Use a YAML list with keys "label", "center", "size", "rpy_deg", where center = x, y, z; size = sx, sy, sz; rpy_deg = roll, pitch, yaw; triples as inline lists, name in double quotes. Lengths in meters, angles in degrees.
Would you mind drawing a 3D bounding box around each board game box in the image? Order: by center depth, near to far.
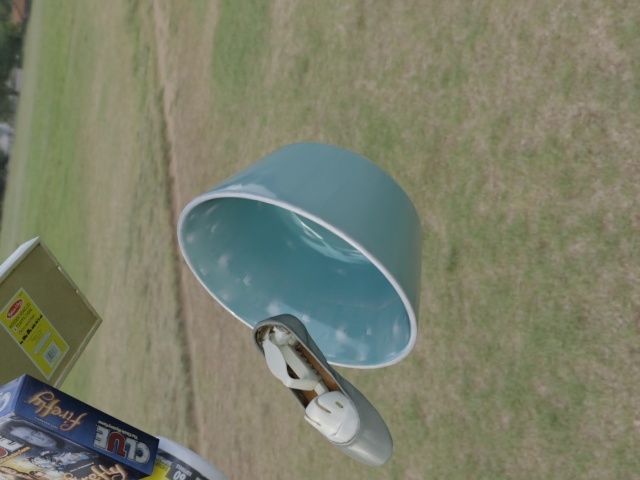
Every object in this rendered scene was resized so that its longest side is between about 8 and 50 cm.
- label: "board game box"
  center: [-0.313, 0.226, 0.773]
  size: [0.243, 0.165, 0.042]
  rpy_deg: [-27, 41, 31]

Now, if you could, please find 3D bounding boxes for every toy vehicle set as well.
- label: "toy vehicle set"
  center: [-0.403, 0.126, 1.005]
  size: [0.166, 0.035, 0.267]
  rpy_deg: [60, -161, -21]

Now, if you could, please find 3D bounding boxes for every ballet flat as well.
- label: "ballet flat"
  center: [-0.007, 0.170, 0.827]
  size: [0.213, 0.068, 0.072]
  rpy_deg: [49, 115, 25]

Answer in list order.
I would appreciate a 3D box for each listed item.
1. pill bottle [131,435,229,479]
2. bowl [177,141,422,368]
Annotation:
- label: "pill bottle"
  center: [-0.191, 0.324, 0.776]
  size: [0.208, 0.119, 0.119]
  rpy_deg: [-57, 9, -29]
- label: "bowl"
  center: [0.000, 0.000, 0.903]
  size: [0.163, 0.311, 0.311]
  rpy_deg: [-60, 9, -32]
